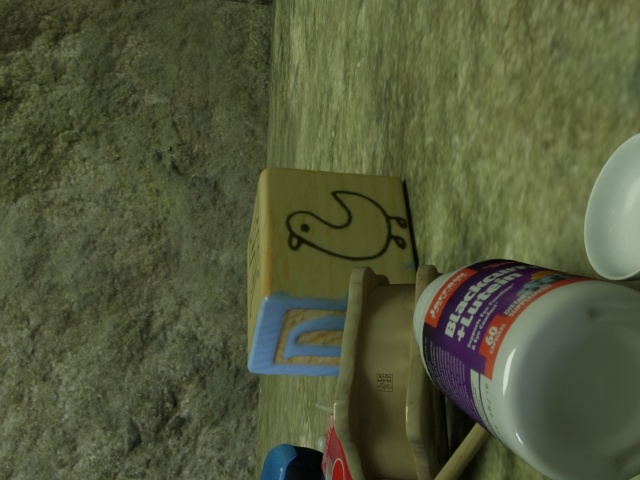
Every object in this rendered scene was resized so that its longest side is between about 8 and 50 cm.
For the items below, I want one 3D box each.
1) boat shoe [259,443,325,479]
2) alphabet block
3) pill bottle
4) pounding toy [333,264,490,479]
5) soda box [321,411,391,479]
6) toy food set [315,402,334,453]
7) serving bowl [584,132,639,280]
[{"bbox_3d":[-0.048,0.396,0.944,0.258,0.089,0.109,-70,27,22],"label":"boat shoe"},{"bbox_3d":[0.006,0.045,0.908,0.193,0.192,0.197,110,160,-52],"label":"alphabet block"},{"bbox_3d":[0.125,0.068,0.448,0.193,0.108,0.108,-160,74,-79],"label":"pill bottle"},{"bbox_3d":[0.106,0.148,0.650,0.154,0.155,0.269,59,-146,-54],"label":"pounding toy"},{"bbox_3d":[0.069,0.280,0.732,0.263,0.092,0.083,-116,31,-69],"label":"soda box"},{"bbox_3d":[0.016,0.388,0.992,0.220,0.092,0.306,134,138,-75],"label":"toy food set"},{"bbox_3d":[0.180,-0.016,0.387,0.083,0.027,0.083,-166,90,-81],"label":"serving bowl"}]
